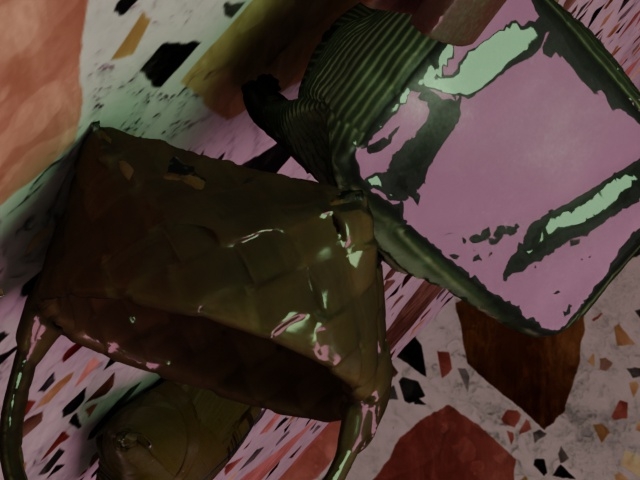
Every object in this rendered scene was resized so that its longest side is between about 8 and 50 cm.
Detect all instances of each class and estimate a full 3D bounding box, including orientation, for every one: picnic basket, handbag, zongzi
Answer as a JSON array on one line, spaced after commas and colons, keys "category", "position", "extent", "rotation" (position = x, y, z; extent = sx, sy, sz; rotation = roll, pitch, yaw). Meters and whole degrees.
[{"category": "picnic basket", "position": [-0.097, 0.114, 1.288], "extent": [0.337, 0.293, 0.337], "rotation": [15, 90, -83]}, {"category": "handbag", "position": [0.114, -0.091, 1.418], "extent": [0.341, 0.240, 0.247], "rotation": [38, 92, -35]}, {"category": "zongzi", "position": [-0.149, 0.186, 1.882], "extent": [0.260, 0.123, 0.289], "rotation": [-48, 165, -27]}]

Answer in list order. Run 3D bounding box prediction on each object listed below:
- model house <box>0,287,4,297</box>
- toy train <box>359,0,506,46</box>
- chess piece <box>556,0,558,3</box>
[{"category": "model house", "position": [-0.253, 0.025, 1.148], "extent": [0.058, 0.057, 0.083], "rotation": [-14, 173, -25]}, {"category": "toy train", "position": [0.072, -0.274, 0.937], "extent": [0.304, 0.221, 0.150], "rotation": [-53, 166, 17]}, {"category": "chess piece", "position": [0.173, -0.251, 1.658], "extent": [0.142, 0.143, 0.261], "rotation": [-53, 175, 17]}]
